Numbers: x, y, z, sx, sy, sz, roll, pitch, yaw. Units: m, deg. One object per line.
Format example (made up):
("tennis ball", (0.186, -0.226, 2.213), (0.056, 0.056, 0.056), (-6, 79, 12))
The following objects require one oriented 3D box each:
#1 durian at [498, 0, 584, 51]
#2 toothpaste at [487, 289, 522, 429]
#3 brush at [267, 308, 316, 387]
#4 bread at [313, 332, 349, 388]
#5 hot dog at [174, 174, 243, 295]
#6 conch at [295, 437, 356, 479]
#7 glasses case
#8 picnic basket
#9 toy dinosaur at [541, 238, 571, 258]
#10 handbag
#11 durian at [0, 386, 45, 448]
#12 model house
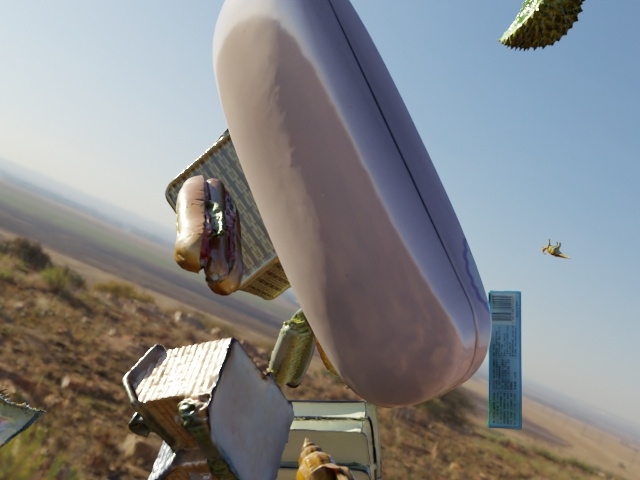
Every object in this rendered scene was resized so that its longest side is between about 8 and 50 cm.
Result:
("durian", (0.372, -0.393, 1.251), (0.086, 0.215, 0.100), (4, 50, -34))
("toothpaste", (0.358, 0.230, 1.471), (0.065, 0.266, 0.050), (0, -15, 14))
("brush", (-0.035, 0.135, 1.241), (0.060, 0.296, 0.068), (-13, 43, -44))
("bread", (0.096, 0.101, 1.080), (0.143, 0.229, 0.139), (44, -15, 55))
("hot dog", (-0.125, -0.011, 0.875), (0.092, 0.062, 0.235), (44, 13, -29))
("conch", (0.035, 0.480, 1.345), (0.330, 0.109, 0.093), (56, 3, 42))
("glasses case", (0.011, -0.040, 0.478), (0.075, 0.296, 0.113), (-11, -17, -41))
("picnic basket", (-0.057, -0.083, 1.210), (0.228, 0.313, 0.175), (54, 7, 19))
("toy dinosaur", (0.596, 0.022, 1.901), (0.026, 0.041, 0.113), (21, -1, -29))
("handbag", (-0.046, 0.508, 1.764), (0.359, 0.236, 0.160), (-2, 22, 13))
("durian", (-0.689, 0.346, 1.378), (0.195, 0.305, 0.185), (51, -9, -14))
("model house", (-0.154, 0.225, 0.924), (0.172, 0.166, 0.183), (-10, -55, 22))
